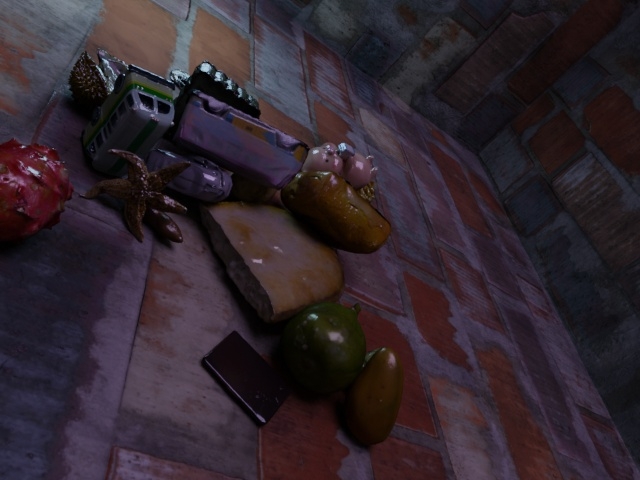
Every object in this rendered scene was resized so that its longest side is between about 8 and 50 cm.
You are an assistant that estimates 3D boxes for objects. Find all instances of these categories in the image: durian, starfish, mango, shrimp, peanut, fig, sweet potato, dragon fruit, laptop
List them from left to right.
[{"bbox_3d":[-0.617,-0.087,1.103,0.205,0.209,0.268,10,20,19],"label":"dragon fruit"},{"bbox_3d":[-0.602,-0.407,1.575,0.194,0.138,0.237,25,32,-37],"label":"durian"},{"bbox_3d":[-0.438,-0.117,1.385,0.062,0.277,0.235,-153,-134,-83],"label":"starfish"},{"bbox_3d":[-0.432,-0.067,1.449,0.218,0.051,0.065,40,-7,3],"label":"sweet potato"},{"bbox_3d":[-0.479,-0.559,2.038,0.161,0.034,0.091,44,40,10],"label":"shrimp"},{"bbox_3d":[-0.170,0.319,1.329,0.207,0.026,0.154,45,31,2],"label":"laptop"},{"bbox_3d":[-0.201,-0.203,1.846,0.147,0.147,0.305,39,34,-11],"label":"peanut"},{"bbox_3d":[0.043,0.268,1.453,0.314,0.233,0.233,3,50,-47],"label":"fig"},{"bbox_3d":[0.136,0.392,1.438,0.139,0.253,0.113,15,2,8],"label":"mango"}]

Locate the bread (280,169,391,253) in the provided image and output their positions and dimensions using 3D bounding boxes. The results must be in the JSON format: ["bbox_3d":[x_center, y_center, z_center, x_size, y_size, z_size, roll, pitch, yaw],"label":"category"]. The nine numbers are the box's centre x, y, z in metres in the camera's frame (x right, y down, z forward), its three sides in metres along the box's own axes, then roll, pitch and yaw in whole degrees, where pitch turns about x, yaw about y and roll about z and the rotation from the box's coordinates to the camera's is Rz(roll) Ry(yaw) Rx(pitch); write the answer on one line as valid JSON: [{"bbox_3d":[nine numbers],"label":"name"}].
[{"bbox_3d":[0.028,-0.080,1.826,0.337,0.148,0.328,42,-17,-28],"label":"bread"}]

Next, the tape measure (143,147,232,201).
[{"bbox_3d":[-0.350,-0.177,1.589,0.236,0.120,0.197,23,10,10],"label":"tape measure"}]

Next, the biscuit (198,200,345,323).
[{"bbox_3d":[-0.128,0.040,1.635,0.429,0.104,0.446,46,28,23],"label":"biscuit"}]

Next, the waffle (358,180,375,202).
[{"bbox_3d":[0.120,-0.282,2.418,0.301,0.058,0.281,23,36,-33],"label":"waffle"}]

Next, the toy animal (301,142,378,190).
[{"bbox_3d":[0.056,-0.275,2.168,0.256,0.213,0.195,25,39,-30],"label":"toy animal"}]

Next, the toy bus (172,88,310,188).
[{"bbox_3d":[-0.232,-0.277,1.656,0.387,0.162,0.171,23,-2,-16],"label":"toy bus"}]

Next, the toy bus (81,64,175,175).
[{"bbox_3d":[-0.488,-0.287,1.436,0.134,0.276,0.164,16,47,-42],"label":"toy bus"}]

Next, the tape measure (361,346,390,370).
[{"bbox_3d":[0.147,0.356,1.563,0.178,0.154,0.087,0,51,-46],"label":"tape measure"}]

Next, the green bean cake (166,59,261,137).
[{"bbox_3d":[-0.341,-0.391,1.776,0.241,0.255,0.132,29,24,-26],"label":"green bean cake"}]
